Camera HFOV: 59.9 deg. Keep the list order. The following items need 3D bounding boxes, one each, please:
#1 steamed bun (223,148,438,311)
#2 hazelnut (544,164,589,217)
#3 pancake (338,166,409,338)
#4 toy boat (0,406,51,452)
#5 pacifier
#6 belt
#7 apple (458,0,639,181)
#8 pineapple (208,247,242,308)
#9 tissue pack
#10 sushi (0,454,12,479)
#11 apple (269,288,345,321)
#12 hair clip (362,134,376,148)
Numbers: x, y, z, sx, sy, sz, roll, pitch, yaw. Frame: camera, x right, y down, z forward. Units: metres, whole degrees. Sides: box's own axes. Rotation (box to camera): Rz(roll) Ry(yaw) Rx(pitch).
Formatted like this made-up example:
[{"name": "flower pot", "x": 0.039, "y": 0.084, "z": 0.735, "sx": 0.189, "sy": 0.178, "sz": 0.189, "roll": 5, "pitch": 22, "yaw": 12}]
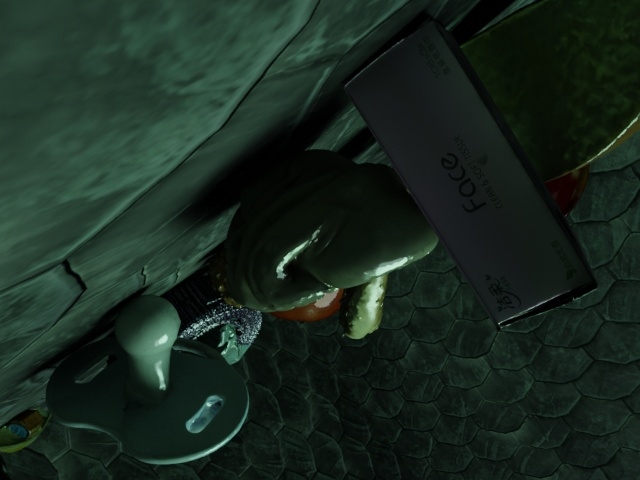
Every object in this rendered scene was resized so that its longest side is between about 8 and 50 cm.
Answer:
[{"name": "steamed bun", "x": -0.003, "y": -0.022, "z": 0.560, "sx": 0.211, "sy": 0.144, "sz": 0.218, "roll": -21, "pitch": -179, "yaw": 2}, {"name": "hazelnut", "x": 0.379, "y": -0.180, "z": 1.291, "sx": 0.402, "sy": 0.402, "sz": 0.429, "roll": -37, "pitch": -157, "yaw": -33}, {"name": "pancake", "x": 0.114, "y": -0.007, "z": 0.955, "sx": 0.382, "sy": 0.071, "sz": 0.382, "roll": 18, "pitch": 90, "yaw": -82}, {"name": "toy boat", "x": -0.645, "y": 0.407, "z": 1.191, "sx": 0.066, "sy": 0.065, "sz": 0.172, "roll": -60, "pitch": 176, "yaw": 10}, {"name": "pacifier", "x": -0.240, "y": 0.175, "z": 0.803, "sx": 0.244, "sy": 0.299, "sz": 0.233, "roll": -51, "pitch": 154, "yaw": -54}, {"name": "belt", "x": -0.261, "y": 0.208, "z": 1.084, "sx": 0.325, "sy": 0.122, "sz": 0.260, "roll": -45, "pitch": 153, "yaw": -2}, {"name": "apple", "x": 0.242, "y": -0.185, "z": 0.558, "sx": 0.346, "sy": 0.179, "sz": 0.254, "roll": 172, "pitch": -67, "yaw": -68}, {"name": "pineapple", "x": -0.058, "y": -0.002, "z": 0.894, "sx": 0.277, "sy": 0.119, "sz": 0.130, "roll": -33, "pitch": -149, "yaw": 26}, {"name": "tissue pack", "x": 0.139, "y": -0.062, "z": 0.505, "sx": 0.092, "sy": 0.246, "sz": 0.148, "roll": -32, "pitch": -178, "yaw": 24}, {"name": "sushi", "x": -0.332, "y": 0.239, "z": 0.332, "sx": 0.350, "sy": 0.171, "sz": 0.211, "roll": -37, "pitch": -178, "yaw": 20}, {"name": "apple", "x": -0.043, "y": 0.076, "z": 1.343, "sx": 0.260, "sy": 0.216, "sz": 0.260, "roll": -4, "pitch": -148, "yaw": 3}, {"name": "hair clip", "x": 0.120, "y": -0.183, "z": 0.919, "sx": 0.115, "sy": 0.039, "sz": 0.030, "roll": -35, "pitch": 177, "yaw": -4}]
